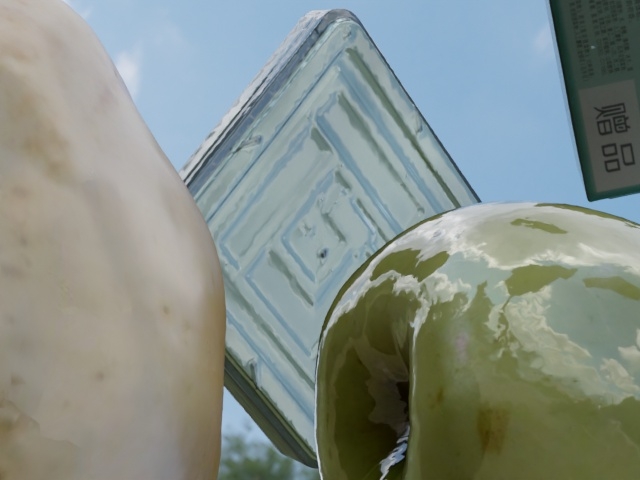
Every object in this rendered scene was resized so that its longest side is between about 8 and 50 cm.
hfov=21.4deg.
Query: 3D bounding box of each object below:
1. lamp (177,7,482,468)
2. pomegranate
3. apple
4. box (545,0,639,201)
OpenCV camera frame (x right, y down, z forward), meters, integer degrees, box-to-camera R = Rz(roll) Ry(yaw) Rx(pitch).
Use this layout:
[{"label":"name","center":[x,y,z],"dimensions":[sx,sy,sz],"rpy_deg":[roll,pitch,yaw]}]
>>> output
[{"label":"lamp","center":[0.000,0.000,1.295],"dimensions":[0.047,0.269,0.266],"rpy_deg":[11,-33,47]},{"label":"pomegranate","center":[-0.232,0.062,0.752],"dimensions":[0.411,0.411,0.411],"rpy_deg":[25,-32,17]},{"label":"apple","center":[0.124,0.101,0.934],"dimensions":[0.262,0.262,0.262],"rpy_deg":[25,-32,17]},{"label":"box","center":[0.282,-0.171,1.479],"dimensions":[0.153,0.092,0.245],"rpy_deg":[-10,-69,7]}]
